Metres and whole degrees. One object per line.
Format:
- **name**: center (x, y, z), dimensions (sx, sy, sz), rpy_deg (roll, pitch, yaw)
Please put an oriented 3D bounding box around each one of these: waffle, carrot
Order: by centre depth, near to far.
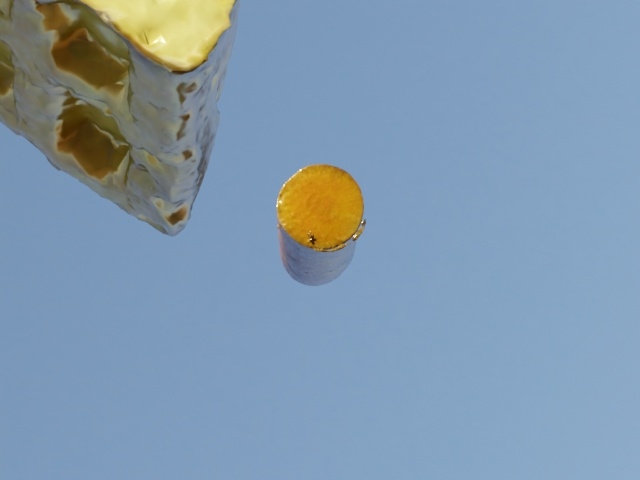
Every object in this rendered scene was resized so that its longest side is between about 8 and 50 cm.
- **waffle**: center (-0.147, -0.120, 0.722), dimensions (0.057, 0.274, 0.168), rpy_deg (-51, -9, -22)
- **carrot**: center (0.000, 0.000, 0.994), dimensions (0.048, 0.048, 0.139), rpy_deg (-59, -7, -13)
